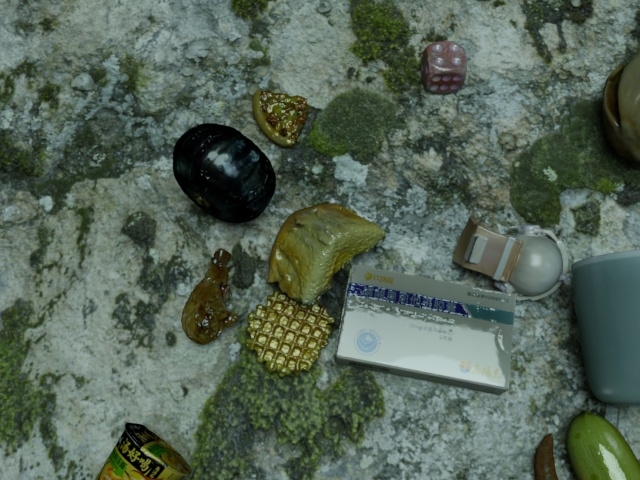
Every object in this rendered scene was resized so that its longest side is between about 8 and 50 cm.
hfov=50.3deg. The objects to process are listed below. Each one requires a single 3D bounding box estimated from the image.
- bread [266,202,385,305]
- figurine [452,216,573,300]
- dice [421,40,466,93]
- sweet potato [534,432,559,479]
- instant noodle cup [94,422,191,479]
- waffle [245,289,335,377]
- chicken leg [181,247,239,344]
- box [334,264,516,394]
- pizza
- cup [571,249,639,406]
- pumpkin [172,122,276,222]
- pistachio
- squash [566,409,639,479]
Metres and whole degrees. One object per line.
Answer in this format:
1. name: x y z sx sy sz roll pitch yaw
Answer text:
1. bread: -0.006 -0.001 1.387 0.252 0.133 0.174 -39 49 -16
2. figurine: 0.405 0.039 1.417 0.237 0.141 0.162 16 97 3
3. dice: 0.290 -0.407 1.606 0.093 0.094 0.091 -3 65 -1
4. sweet potato: 0.444 0.492 1.264 0.078 0.058 0.255 -6 65 -21
5. instant noodle cup: -0.330 0.424 1.243 0.151 0.151 0.122 37 84 13
6. waffle: -0.065 0.184 1.391 0.191 0.038 0.191 1 68 -1
7. chicken leg: -0.217 0.111 1.396 0.101 0.085 0.207 -6 55 34
8. box: 0.212 0.179 1.381 0.344 0.065 0.200 10 69 3
9. pizza: -0.088 -0.299 1.582 0.134 0.046 0.175 -37 73 -14
10. cup: 0.661 0.176 1.308 0.357 0.259 0.274 9 75 -34
11. pumpkin: -0.203 -0.140 1.416 0.233 0.233 0.163 36 77 13
12. pistachio: 0.734 -0.303 1.535 0.197 0.166 0.287 26 64 -16
13. squash: 0.527 0.407 1.265 0.123 0.123 0.186 -18 70 -8
